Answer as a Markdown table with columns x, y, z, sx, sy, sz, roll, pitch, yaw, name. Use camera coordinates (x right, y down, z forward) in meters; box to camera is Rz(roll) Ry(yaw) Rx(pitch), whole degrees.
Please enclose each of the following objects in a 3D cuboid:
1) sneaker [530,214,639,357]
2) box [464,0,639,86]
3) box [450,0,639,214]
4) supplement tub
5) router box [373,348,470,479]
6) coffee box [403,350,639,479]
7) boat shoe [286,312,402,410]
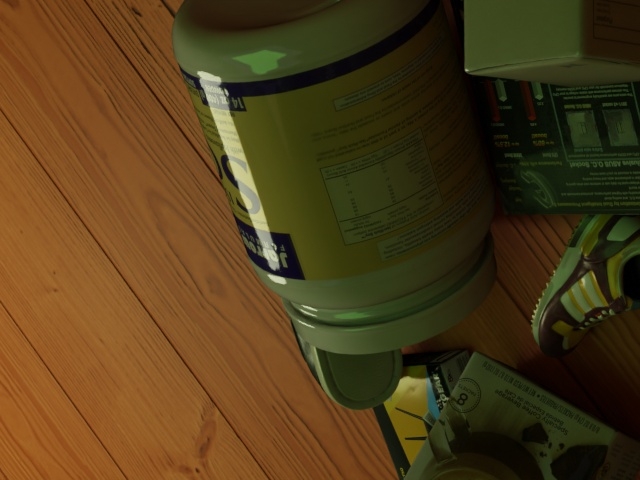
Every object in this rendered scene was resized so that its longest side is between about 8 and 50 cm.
| x | y | z | sx | sy | sz | roll | pitch | yaw | name |
| --- | --- | --- | --- | --- | --- | --- | --- | --- | --- |
| 0.256 | 0.053 | 1.717 | 0.084 | 0.069 | 0.185 | 41 | 136 | 28 | sneaker |
| 0.198 | -0.281 | 1.450 | 0.121 | 0.148 | 0.311 | -2 | 86 | 45 | box |
| 0.266 | -0.145 | 1.591 | 0.307 | 0.076 | 0.242 | 0 | 112 | 45 | box |
| 0.023 | -0.089 | 1.691 | 0.241 | 0.241 | 0.331 | 9 | 128 | 41 | supplement tub |
| 0.124 | 0.205 | 1.942 | 0.133 | 0.046 | 0.179 | -10 | 103 | 52 | router box |
| 0.161 | 0.280 | 1.786 | 0.168 | 0.119 | 0.297 | 29 | 91 | 30 | coffee box |
| 0.004 | -0.001 | 1.904 | 0.113 | 0.127 | 0.340 | -159 | 52 | -69 | boat shoe |
